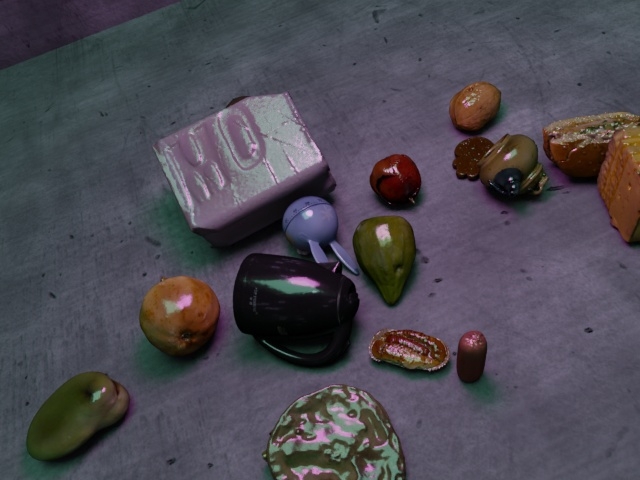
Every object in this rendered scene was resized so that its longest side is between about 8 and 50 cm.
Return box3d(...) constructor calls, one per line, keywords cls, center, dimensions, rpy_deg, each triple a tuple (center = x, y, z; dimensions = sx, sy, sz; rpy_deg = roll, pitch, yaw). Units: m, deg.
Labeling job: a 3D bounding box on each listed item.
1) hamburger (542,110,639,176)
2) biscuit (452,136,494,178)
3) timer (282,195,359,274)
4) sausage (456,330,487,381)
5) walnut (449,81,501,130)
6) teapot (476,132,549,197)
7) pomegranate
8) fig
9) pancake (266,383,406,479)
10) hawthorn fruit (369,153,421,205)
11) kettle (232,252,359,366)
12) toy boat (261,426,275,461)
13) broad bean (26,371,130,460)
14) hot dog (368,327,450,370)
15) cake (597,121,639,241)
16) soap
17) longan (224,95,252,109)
box3d(cls="hamburger", center=(0.757, -0.252, 1.484), dimensions=(0.283, 0.156, 0.144), rpy_deg=(-8, 31, 2))
box3d(cls="biscuit", center=(0.463, -0.251, 1.644), dimensions=(0.124, 0.026, 0.175), rpy_deg=(14, 56, 26))
box3d(cls="timer", center=(-0.015, 0.000, 1.513), dimensions=(0.176, 0.175, 0.255), rpy_deg=(-16, 78, 2))
box3d(cls="sausage", center=(0.331, 0.255, 1.187), dimensions=(0.062, 0.154, 0.062), rpy_deg=(-5, 47, 6))
box3d(cls="walnut", center=(0.490, -0.427, 1.711), dimensions=(0.180, 0.144, 0.144), rpy_deg=(-35, 51, -3))
box3d(cls="teapot", center=(0.551, -0.202, 1.512), dimensions=(0.183, 0.173, 0.269), rpy_deg=(42, 43, 2))
box3d(cls="pomegranate", center=(-0.365, 0.195, 1.406), dimensions=(0.207, 0.207, 0.207), rpy_deg=(-7, 51, 9))
box3d(cls="fig", center=(0.167, 0.028, 1.413), dimensions=(0.167, 0.167, 0.233), rpy_deg=(-7, 44, 10))
box3d(cls="pancake", center=(0.039, 0.451, 1.144), dimensions=(0.295, 0.049, 0.294), rpy_deg=(-1, 62, 1))
box3d(cls="hawthorn fruit", center=(0.226, -0.168, 1.573), dimensions=(0.148, 0.148, 0.171), rpy_deg=(-26, 68, -7))
box3d(cls="kettle", center=(-0.048, 0.175, 1.345), dimensions=(0.291, 0.207, 0.268), rpy_deg=(5, 89, 16))
box3d(cls="toy boat", center=(-0.064, 0.426, 1.213), dimensions=(0.066, 0.065, 0.172), rpy_deg=(36, 63, 25))
box3d(cls="broad bean", center=(-0.609, 0.423, 1.328), dimensions=(0.263, 0.121, 0.189), rpy_deg=(-32, 47, -9))
box3d(cls="hot dog", center=(0.211, 0.260, 1.282), dimensions=(0.192, 0.053, 0.099), rpy_deg=(8, 58, 24))
box3d(cls="cake", center=(0.842, -0.122, 1.307), dimensions=(0.223, 0.227, 0.285), rpy_deg=(-7, 51, 9))
box3d(cls="soap", center=(-0.218, -0.219, 1.583), dimensions=(0.436, 0.213, 0.350), rpy_deg=(-25, 73, 4))
box3d(cls="longan", center=(-0.238, -0.373, 1.811), dimensions=(0.197, 0.220, 0.196), rpy_deg=(-26, 21, 11))
